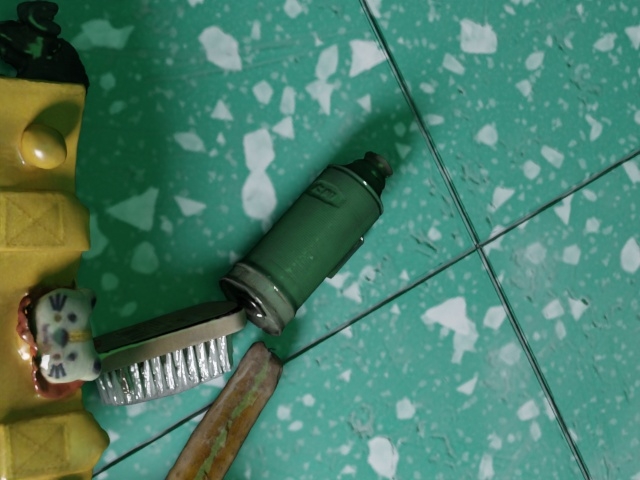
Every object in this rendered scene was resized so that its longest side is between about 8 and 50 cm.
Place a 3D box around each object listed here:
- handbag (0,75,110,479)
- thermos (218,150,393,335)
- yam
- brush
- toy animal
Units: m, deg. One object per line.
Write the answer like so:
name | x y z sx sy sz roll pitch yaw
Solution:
handbag | -0.289 0.067 0.968 0.283 0.133 0.400 2 87 -41
thermos | 0.000 -0.002 1.209 0.083 0.073 0.187 46 71 -13
yam | -0.109 0.205 1.167 0.046 0.046 0.264 37 76 -17
brush | -0.212 0.122 1.122 0.328 0.070 0.065 -15 103 -22
toy animal | -0.267 -0.090 1.096 0.148 0.084 0.232 9 80 -24
